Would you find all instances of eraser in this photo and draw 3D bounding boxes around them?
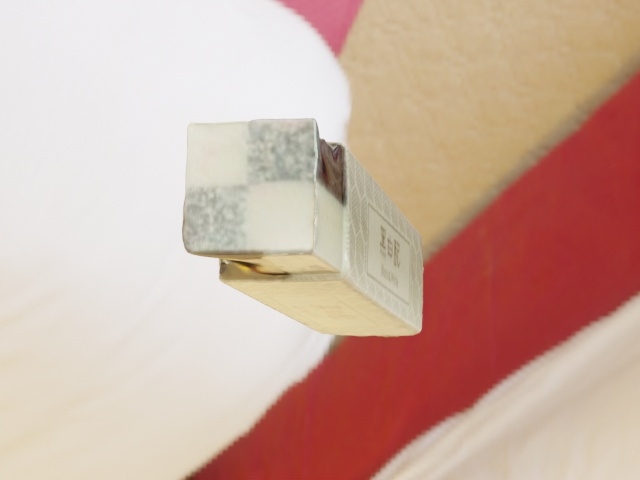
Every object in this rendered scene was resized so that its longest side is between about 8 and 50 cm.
[{"bbox_3d":[0.000,0.000,1.246,0.096,0.098,0.404,-1,170,12],"label":"eraser"}]
